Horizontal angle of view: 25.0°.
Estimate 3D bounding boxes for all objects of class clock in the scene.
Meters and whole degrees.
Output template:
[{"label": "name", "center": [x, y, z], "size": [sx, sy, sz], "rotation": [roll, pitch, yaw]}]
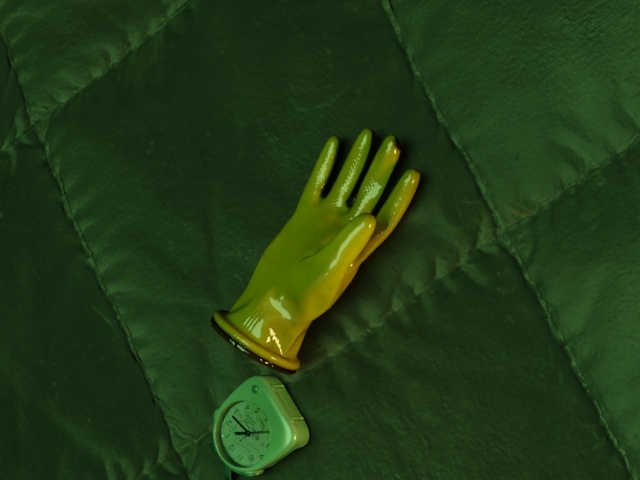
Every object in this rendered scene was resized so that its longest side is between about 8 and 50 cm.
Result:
[{"label": "clock", "center": [-0.084, 0.230, 1.708], "size": [0.135, 0.041, 0.101], "rotation": [-41, 67, 24]}]

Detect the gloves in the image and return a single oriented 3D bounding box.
[{"label": "gloves", "center": [-0.001, -0.001, 1.650], "size": [0.133, 0.116, 0.294], "rotation": [36, 98, 21]}]
